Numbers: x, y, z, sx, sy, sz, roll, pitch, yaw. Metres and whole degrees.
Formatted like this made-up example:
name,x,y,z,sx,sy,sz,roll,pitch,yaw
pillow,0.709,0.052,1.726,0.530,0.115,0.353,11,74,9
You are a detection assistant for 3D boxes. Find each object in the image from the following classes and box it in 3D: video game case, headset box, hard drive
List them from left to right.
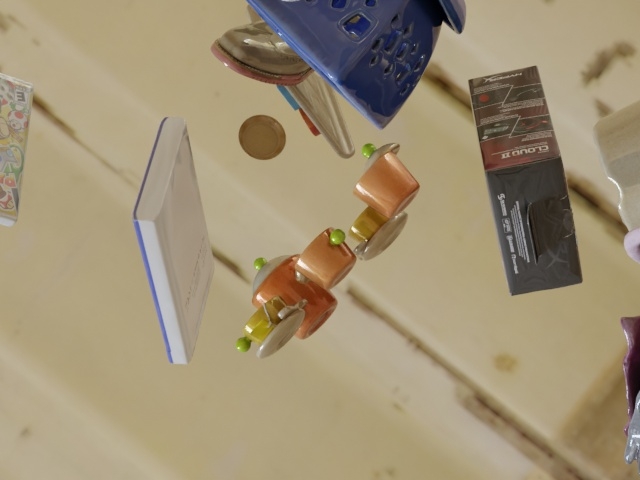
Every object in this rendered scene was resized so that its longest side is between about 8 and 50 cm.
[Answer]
name,x,y,z,sx,sy,sz,roll,pitch,yaw
video game case,-0.475,-0.141,1.898,0.026,0.227,0.206,-33,48,48
hard drive,-0.214,0.004,2.261,0.318,0.040,0.210,83,-167,-47
headset box,0.290,-0.080,2.150,0.293,0.110,0.218,-91,-12,-55

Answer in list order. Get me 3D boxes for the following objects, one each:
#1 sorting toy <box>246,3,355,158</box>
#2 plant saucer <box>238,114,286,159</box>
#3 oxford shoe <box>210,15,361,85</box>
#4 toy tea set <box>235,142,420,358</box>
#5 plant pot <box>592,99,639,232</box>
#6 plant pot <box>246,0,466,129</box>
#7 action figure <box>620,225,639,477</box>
name,x,y,z,sx,sy,sz,roll,pitch,yaw
sorting toy,-0.048,-0.288,2.484,0.041,0.307,0.229,-32,-46,15
plant saucer,-0.101,-0.175,2.613,0.083,0.083,0.015,-48,-3,-19
oxford shoe,-0.027,-0.319,2.258,0.348,0.123,0.130,-21,-34,-52
toy tea set,0.000,0.000,1.988,0.336,0.124,0.200,-49,-12,12
plant pot,0.634,-0.146,2.538,0.305,0.334,0.334,-20,-6,16
plant pot,0.048,-0.317,1.991,0.212,0.236,0.236,-44,-20,3
action figure,0.425,0.090,1.379,0.370,0.275,0.248,-13,-6,-32
